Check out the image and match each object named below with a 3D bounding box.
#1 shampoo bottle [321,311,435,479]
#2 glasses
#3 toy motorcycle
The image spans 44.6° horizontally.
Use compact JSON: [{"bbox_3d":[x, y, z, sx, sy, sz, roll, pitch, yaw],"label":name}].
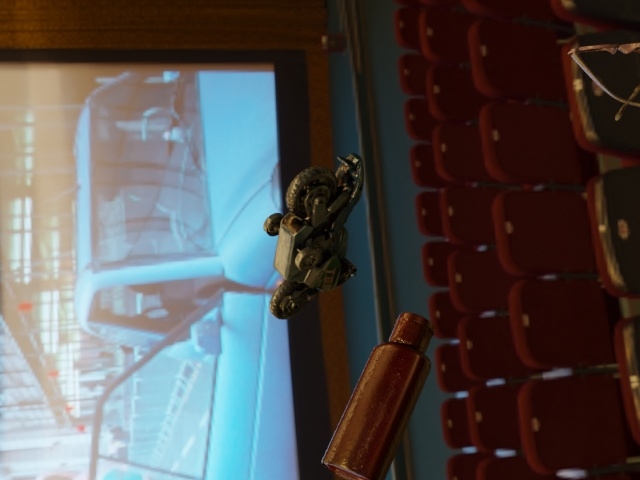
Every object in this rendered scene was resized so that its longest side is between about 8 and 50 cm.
[{"bbox_3d":[0.096,0.231,1.163,0.064,0.102,0.260,50,-124,-41],"label":"shampoo bottle"},{"bbox_3d":[0.411,-0.217,1.074,0.062,0.140,0.103,-164,68,-71],"label":"glasses"},{"bbox_3d":[0.000,0.000,1.070,0.092,0.136,0.254,44,135,39],"label":"toy motorcycle"}]
